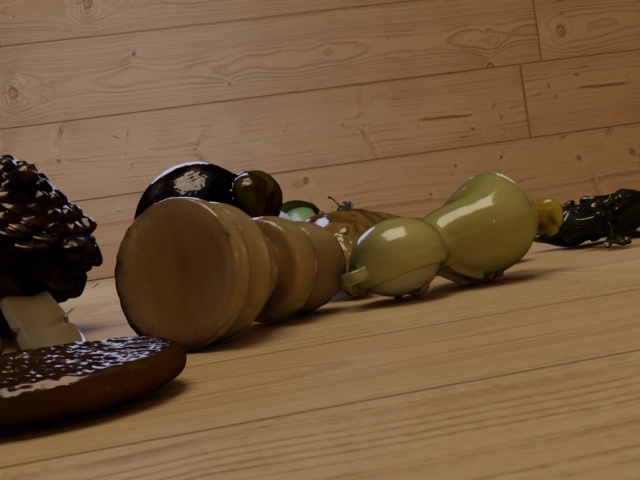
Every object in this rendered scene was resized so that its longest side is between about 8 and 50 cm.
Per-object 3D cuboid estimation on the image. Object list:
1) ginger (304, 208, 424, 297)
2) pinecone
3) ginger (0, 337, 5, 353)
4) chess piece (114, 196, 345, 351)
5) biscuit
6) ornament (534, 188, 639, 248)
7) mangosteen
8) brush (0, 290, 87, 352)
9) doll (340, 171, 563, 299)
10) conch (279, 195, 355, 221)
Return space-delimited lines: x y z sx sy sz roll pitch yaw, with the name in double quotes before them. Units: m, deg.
"ginger" 0.049 0.003 1.295 0.363 0.122 0.348 7 3 42
"pinecone" -0.452 0.007 1.236 0.296 0.298 0.242 -46 12 52
"ginger" -0.483 0.114 0.996 0.288 0.075 0.089 -7 42 -31
"chess piece" -0.070 0.029 0.945 0.142 0.143 0.261 -7 -3 29
"biscuit" -0.196 0.099 0.649 0.212 0.036 0.212 -7 3 0
"ornament" 0.438 -0.034 1.333 0.202 0.080 0.236 -12 0 -17
"mangosteen" -0.146 -0.007 1.240 0.209 0.210 0.210 -8 2 0
"brush" -0.291 0.102 0.984 0.060 0.050 0.321 -6 8 -23
"doll" 0.142 0.007 1.050 0.296 0.117 0.141 -26 4 -33
"conch" 0.006 -0.016 1.778 0.143 0.137 0.250 -9 2 -37
